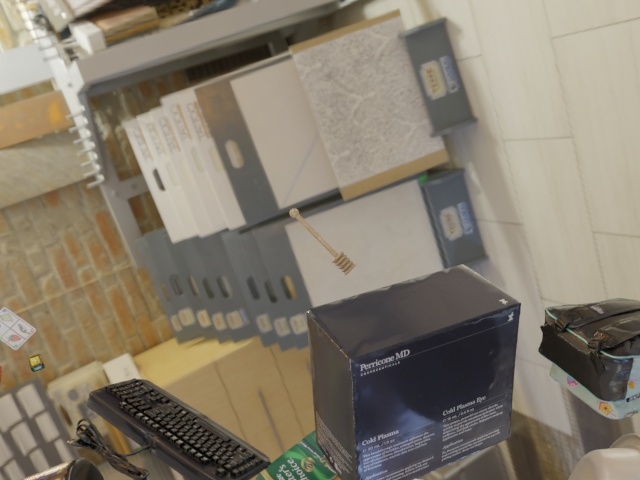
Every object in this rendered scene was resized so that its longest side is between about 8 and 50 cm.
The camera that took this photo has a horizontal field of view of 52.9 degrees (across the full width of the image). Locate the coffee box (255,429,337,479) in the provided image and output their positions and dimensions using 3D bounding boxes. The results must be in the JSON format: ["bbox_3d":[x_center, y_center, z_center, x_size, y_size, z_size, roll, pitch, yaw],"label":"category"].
[{"bbox_3d":[-0.041,0.518,1.442,0.113,0.184,0.040,47,139,21],"label":"coffee box"}]

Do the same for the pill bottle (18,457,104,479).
[{"bbox_3d":[-0.507,0.480,1.144,0.123,0.219,0.122,-22,-90,-84],"label":"pill bottle"}]

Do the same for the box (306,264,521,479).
[{"bbox_3d":[0.170,0.250,1.183,0.179,0.343,0.312,-138,40,-55],"label":"box"}]

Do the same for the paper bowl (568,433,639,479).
[{"bbox_3d":[0.477,0.449,1.017,0.148,0.284,0.284,17,142,9],"label":"paper bowl"}]

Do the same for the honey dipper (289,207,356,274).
[{"bbox_3d":[0.000,0.000,1.207,0.161,0.030,0.030,44,155,3],"label":"honey dipper"}]

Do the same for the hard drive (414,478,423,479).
[{"bbox_3d":[0.173,0.604,1.454,0.308,0.203,0.040,3,105,30],"label":"hard drive"}]

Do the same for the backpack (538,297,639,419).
[{"bbox_3d":[0.437,0.161,0.936,0.166,0.189,0.144,-141,41,-60],"label":"backpack"}]

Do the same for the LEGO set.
[{"bbox_3d":[-0.590,0.172,1.072,0.244,0.182,0.060,33,148,8],"label":"LEGO set"}]

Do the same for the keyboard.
[{"bbox_3d":[-0.253,0.306,1.001,0.317,0.202,0.033,20,111,31],"label":"keyboard"}]
